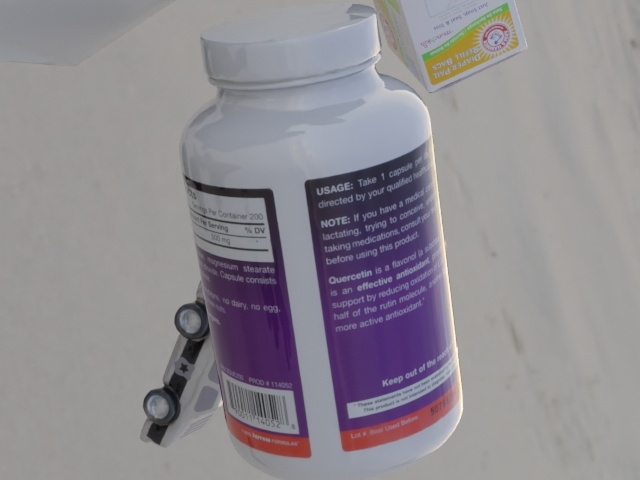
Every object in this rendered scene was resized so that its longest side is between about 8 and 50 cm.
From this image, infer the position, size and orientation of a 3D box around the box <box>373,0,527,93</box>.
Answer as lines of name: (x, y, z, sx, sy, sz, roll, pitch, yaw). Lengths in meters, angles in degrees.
box: (0.097, -0.253, 1.325, 0.114, 0.103, 0.203, -121, -173, -55)

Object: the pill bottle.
pill bottle: (0.000, 0.000, 1.071, 0.181, 0.181, 0.323, -69, 152, -69)

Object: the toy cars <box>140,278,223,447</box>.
toy cars: (-0.040, 0.044, 1.461, 0.393, 0.087, 0.176, -55, 160, -22)

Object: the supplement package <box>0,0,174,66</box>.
supplement package: (-0.174, -0.230, 0.976, 0.194, 0.203, 0.149, -6, 70, -62)
